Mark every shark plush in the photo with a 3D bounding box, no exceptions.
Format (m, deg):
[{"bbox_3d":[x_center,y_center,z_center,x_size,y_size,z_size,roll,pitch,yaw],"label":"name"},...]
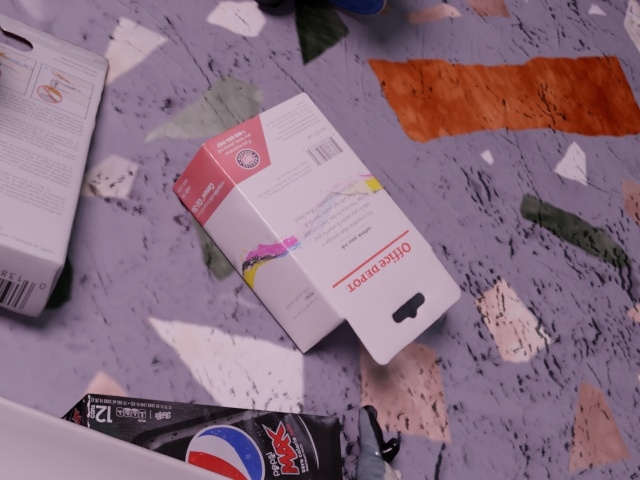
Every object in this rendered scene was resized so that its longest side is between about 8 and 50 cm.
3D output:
[{"bbox_3d":[0.024,0.177,0.629,0.067,0.073,0.161,6,61,5],"label":"shark plush"}]

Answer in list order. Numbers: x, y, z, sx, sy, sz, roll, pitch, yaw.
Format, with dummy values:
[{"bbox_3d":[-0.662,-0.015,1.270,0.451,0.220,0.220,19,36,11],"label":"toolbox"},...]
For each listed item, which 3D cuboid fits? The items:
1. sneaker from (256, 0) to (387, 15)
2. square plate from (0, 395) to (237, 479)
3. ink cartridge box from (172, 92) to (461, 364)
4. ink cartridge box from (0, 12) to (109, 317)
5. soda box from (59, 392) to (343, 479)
[{"bbox_3d":[-0.014,-0.226,0.838,0.152,0.058,0.084,31,53,-18],"label":"sneaker"},{"bbox_3d":[-0.207,0.231,0.421,0.347,0.049,0.344,26,61,-18],"label":"square plate"},{"bbox_3d":[0.000,0.000,0.706,0.115,0.067,0.198,-34,83,-40],"label":"ink cartridge box"},{"bbox_3d":[-0.245,-0.074,0.618,0.189,0.066,0.232,21,33,-21],"label":"ink cartridge box"},{"bbox_3d":[-0.071,0.134,0.585,0.169,0.060,0.053,10,61,-27],"label":"soda box"}]
